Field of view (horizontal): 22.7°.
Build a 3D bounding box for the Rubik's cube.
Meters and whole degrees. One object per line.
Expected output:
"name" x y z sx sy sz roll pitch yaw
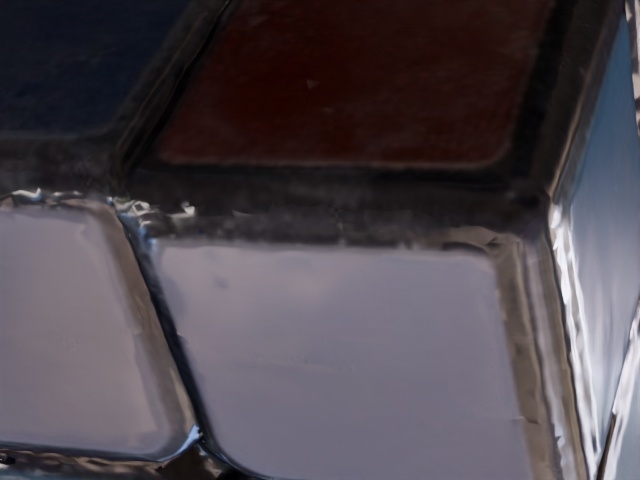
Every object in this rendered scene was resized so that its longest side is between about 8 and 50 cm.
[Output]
"Rubik's cube" 0.000 0.000 0.740 0.313 0.318 0.316 3 -138 21
